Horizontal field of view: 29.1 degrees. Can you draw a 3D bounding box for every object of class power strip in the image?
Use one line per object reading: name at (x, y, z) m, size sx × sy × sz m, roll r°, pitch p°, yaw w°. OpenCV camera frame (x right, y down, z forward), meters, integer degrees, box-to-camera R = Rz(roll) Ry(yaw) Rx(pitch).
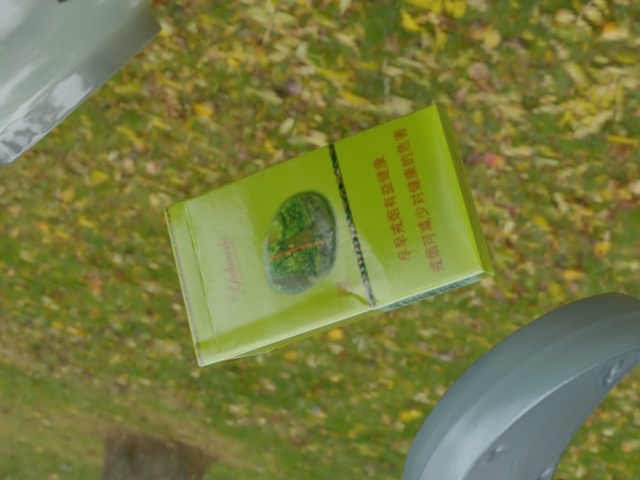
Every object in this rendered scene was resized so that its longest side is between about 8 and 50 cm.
power strip at (0.132, 0.148, 0.816) m, size 0.167 × 0.054 × 0.253 m, roll -15°, pitch 137°, yaw -22°

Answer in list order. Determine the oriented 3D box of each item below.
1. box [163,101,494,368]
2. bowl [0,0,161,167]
box at (0.000, 0.000, 1.305) m, size 0.334 × 0.187 × 0.047 m, roll -20°, pitch 165°, yaw 20°
bowl at (-0.251, -0.182, 0.985) m, size 0.185 × 0.354 × 0.354 m, roll 48°, pitch 146°, yaw -13°
